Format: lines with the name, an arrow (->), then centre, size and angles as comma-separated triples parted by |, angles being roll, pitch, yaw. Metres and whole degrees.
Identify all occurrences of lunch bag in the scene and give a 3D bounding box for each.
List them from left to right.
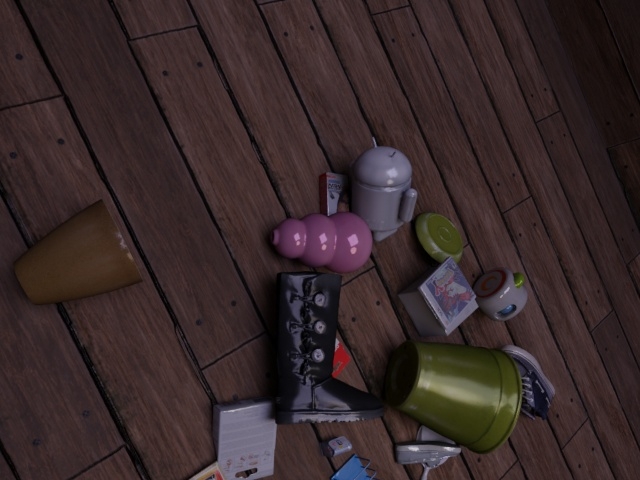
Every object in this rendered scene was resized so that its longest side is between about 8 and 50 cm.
lunch bag -> 0.050, 0.656, 1.753 | 0.071, 0.083, 0.053 | -7, 84, -32

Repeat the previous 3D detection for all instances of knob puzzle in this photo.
knob puzzle -> -0.319, 0.743, 1.522 | 0.213, 0.030, 0.213 | 2, 85, -28

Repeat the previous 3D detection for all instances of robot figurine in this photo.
robot figurine -> 0.208, -0.172, 1.896 | 0.199, 0.300, 0.354 | -31, 135, -36

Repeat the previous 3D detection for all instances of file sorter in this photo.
file sorter -> 0.137, 0.800, 1.765 | 0.118, 0.104, 0.170 | -33, 99, -32

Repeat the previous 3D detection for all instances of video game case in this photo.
video game case -> 0.452, 0.184, 1.959 | 0.201, 0.023, 0.183 | -38, 99, -33

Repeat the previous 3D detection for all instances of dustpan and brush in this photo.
dustpan and brush -> 0.392, 0.780, 1.966 | 0.147, 0.060, 0.211 | 26, 61, -12

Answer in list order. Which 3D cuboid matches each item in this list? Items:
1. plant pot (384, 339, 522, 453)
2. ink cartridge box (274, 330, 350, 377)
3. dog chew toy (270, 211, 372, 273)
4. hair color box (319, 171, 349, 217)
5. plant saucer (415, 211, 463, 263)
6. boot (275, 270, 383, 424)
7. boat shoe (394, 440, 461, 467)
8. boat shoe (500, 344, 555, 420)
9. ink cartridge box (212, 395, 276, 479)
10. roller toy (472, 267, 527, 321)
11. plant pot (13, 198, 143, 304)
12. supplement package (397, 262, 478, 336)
plant pot -> 0.426, 0.501, 1.890 | 0.352, 0.366, 0.367 | 20, 69, -15
ink cartridge box -> -0.023, 0.339, 1.775 | 0.134, 0.078, 0.231 | -43, 103, -30
dog chew toy -> 0.000, 0.000, 1.796 | 0.331, 0.206, 0.207 | 5, 77, -23
hair color box -> 0.049, -0.149, 1.937 | 0.093, 0.053, 0.167 | 5, 79, -32
plant saucer -> 0.471, -0.017, 2.137 | 0.240, 0.037, 0.241 | 21, 50, -27
boot -> 0.030, 0.321, 1.691 | 0.366, 0.146, 0.446 | 7, 74, -30
boat shoe -> 0.371, 0.741, 1.904 | 0.227, 0.079, 0.081 | 0, 83, 1
boat shoe -> 0.829, 0.582, 2.229 | 0.340, 0.127, 0.158 | 45, 53, -17
ink cartridge box -> -0.225, 0.589, 1.627 | 0.189, 0.066, 0.233 | 0, 101, -32
roller toy -> 0.716, 0.219, 2.199 | 0.146, 0.209, 0.191 | 44, 74, -18
plant pot -> -0.618, 0.055, 1.392 | 0.254, 0.237, 0.237 | -28, 96, -19
supplement package -> 0.437, 0.222, 2.045 | 0.203, 0.149, 0.194 | -33, 97, -33
